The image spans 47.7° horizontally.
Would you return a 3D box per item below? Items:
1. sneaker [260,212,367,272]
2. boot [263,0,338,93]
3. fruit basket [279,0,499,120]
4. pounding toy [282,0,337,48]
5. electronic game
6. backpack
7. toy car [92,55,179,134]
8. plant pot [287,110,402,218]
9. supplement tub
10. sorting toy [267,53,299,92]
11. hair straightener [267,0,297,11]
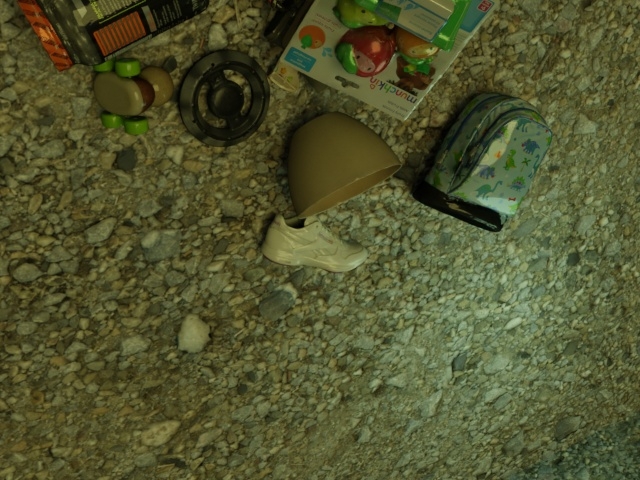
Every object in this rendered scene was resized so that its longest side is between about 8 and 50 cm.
[{"bbox_3d":[0.000,0.000,1.905,0.305,0.114,0.152,7,110,-28],"label":"sneaker"},{"bbox_3d":[-0.014,-0.480,1.710,0.208,0.076,0.190,35,94,-31],"label":"boot"},{"bbox_3d":[0.133,-0.421,1.484,0.327,0.165,0.353,23,129,-19],"label":"fruit basket"},{"bbox_3d":[0.051,-0.483,1.613,0.155,0.154,0.269,27,98,-37],"label":"pounding toy"},{"bbox_3d":[-0.221,-0.329,1.689,0.229,0.048,0.229,-15,120,-27],"label":"electronic game"},{"bbox_3d":[0.462,-0.224,1.974,0.290,0.273,0.356,22,89,-25],"label":"backpack"},{"bbox_3d":[-0.383,-0.338,1.585,0.188,0.149,0.155,-33,131,-44],"label":"toy car"},{"bbox_3d":[0.031,-0.201,1.766,0.284,0.284,0.191,-25,86,-14],"label":"plant pot"},{"bbox_3d":[-0.409,-0.484,1.435,0.338,0.207,0.207,-30,122,-11],"label":"supplement tub"},{"bbox_3d":[-0.083,-0.407,1.729,0.083,0.045,0.075,33,78,-41],"label":"sorting toy"},{"bbox_3d":[-0.128,-0.594,1.582,0.230,0.047,0.089,42,89,-12],"label":"hair straightener"}]
